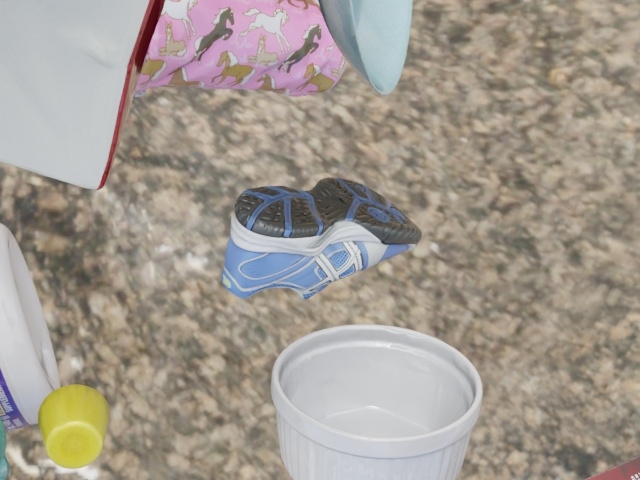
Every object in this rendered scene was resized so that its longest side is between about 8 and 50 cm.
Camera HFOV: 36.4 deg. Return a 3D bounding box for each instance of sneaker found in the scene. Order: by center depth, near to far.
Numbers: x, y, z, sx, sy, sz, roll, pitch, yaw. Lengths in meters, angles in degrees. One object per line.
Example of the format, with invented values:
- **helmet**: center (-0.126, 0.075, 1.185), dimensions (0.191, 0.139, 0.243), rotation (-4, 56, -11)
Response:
- **sneaker**: center (0.000, 0.000, 0.814), dimensions (0.211, 0.080, 0.081), rotation (-2, 127, -43)

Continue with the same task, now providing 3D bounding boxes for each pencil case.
- **pencil case**: center (-0.128, -0.289, 1.368), dimensions (0.386, 0.167, 0.160), rotation (-7, 65, -44)

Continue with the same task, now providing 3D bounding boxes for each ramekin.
- **ramekin**: center (0.053, 0.180, 0.968), dimensions (0.207, 0.207, 0.109), rotation (-3, 115, -14)

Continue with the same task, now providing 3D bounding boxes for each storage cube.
- **storage cube**: center (-0.175, -0.175, 0.542), dimensions (0.215, 0.193, 0.183), rotation (17, 129, -14)

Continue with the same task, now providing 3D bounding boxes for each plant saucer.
- **plant saucer**: center (0.027, -0.195, 0.656), dimensions (0.037, 0.195, 0.194), rotation (1, 105, 17)

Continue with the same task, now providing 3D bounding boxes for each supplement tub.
- **supplement tub**: center (-0.481, 0.131, 1.079), dimensions (0.331, 0.241, 0.241), rotation (-17, 107, -11)

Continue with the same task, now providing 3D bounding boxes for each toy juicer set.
- **toy juicer set**: center (-0.376, 0.232, 0.931), dimensions (0.329, 0.089, 0.209), rotation (6, 108, -17)

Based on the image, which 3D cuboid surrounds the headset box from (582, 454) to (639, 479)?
- **headset box**: center (0.230, 0.262, 0.747), dimensions (0.293, 0.110, 0.218), rotation (-14, 142, -27)
